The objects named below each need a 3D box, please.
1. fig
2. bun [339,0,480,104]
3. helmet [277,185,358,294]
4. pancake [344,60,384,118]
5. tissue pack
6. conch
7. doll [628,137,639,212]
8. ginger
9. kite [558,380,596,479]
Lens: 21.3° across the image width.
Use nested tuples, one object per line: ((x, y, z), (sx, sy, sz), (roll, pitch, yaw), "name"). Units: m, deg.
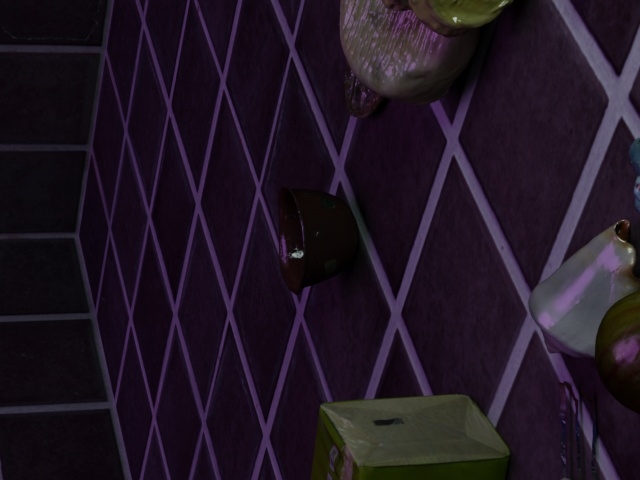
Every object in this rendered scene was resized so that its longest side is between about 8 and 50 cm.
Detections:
((0.338, 0.069, 1.505), (0.236, 0.124, 0.124), (-50, 43, 43), "fig")
((0.119, -0.275, 2.105), (0.237, 0.116, 0.210), (32, 120, 51), "bun")
((0.000, 0.000, 2.490), (0.175, 0.106, 0.155), (104, 156, -47), "helmet")
((0.066, -0.245, 2.408), (0.158, 0.028, 0.158), (-178, 90, -71), "pancake")
((0.096, 0.343, 2.077), (0.167, 0.200, 0.275), (-127, 39, -58), "tissue pack")
((0.281, 0.058, 1.737), (0.176, 0.094, 0.104), (-46, 27, 28), "conch")
((0.318, -0.057, 1.577), (0.180, 0.075, 0.120), (-116, 40, -50), "doll")
((0.156, -0.370, 1.931), (0.276, 0.130, 0.221), (-55, 39, 27), "ginger")
((0.280, 0.264, 1.820), (0.127, 0.016, 0.229), (-179, 85, -69), "kite")
